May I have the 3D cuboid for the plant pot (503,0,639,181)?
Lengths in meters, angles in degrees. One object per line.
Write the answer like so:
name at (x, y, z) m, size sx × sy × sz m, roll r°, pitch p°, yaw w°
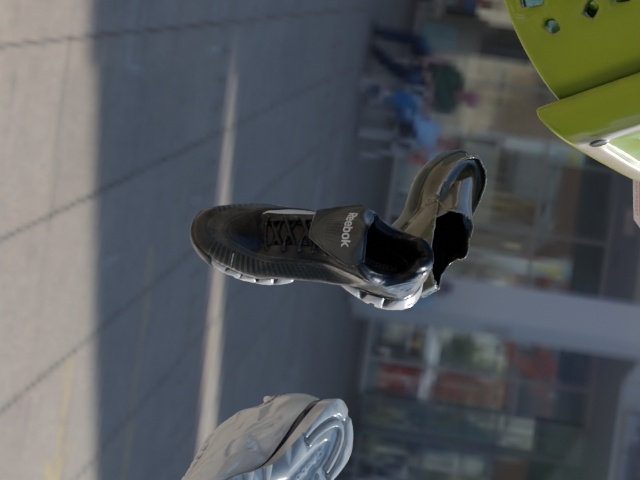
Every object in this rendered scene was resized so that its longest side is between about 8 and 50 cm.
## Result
plant pot at (0.304, -0.180, 1.397) m, size 0.228 × 0.227 × 0.207 m, roll 18°, pitch 60°, yaw -55°

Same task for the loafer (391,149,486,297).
loafer at (0.139, -0.012, 1.774) m, size 0.251 × 0.087 × 0.094 m, roll -56°, pitch 136°, yaw -41°

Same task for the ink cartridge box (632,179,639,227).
ink cartridge box at (0.388, -0.035, 1.720) m, size 0.181 × 0.061 × 0.104 m, roll -116°, pitch -169°, yaw -46°

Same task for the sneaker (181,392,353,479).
sneaker at (-0.072, 0.203, 1.312) m, size 0.235 × 0.095 × 0.090 m, roll -34°, pitch 126°, yaw -44°

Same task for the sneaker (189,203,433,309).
sneaker at (0.000, 0.000, 1.452) m, size 0.106 × 0.234 × 0.078 m, roll 131°, pitch -31°, yaw -62°
